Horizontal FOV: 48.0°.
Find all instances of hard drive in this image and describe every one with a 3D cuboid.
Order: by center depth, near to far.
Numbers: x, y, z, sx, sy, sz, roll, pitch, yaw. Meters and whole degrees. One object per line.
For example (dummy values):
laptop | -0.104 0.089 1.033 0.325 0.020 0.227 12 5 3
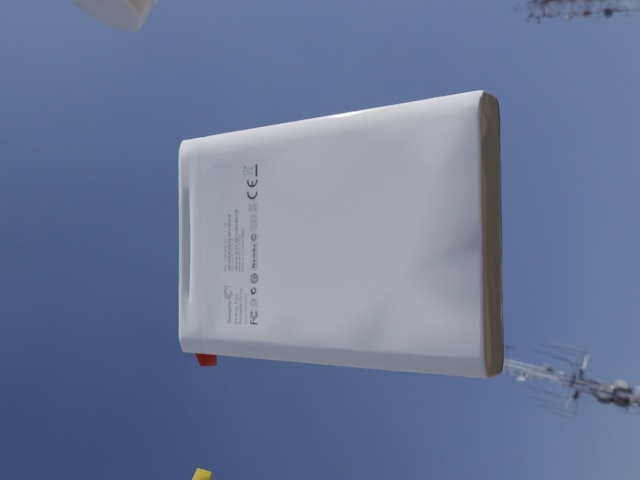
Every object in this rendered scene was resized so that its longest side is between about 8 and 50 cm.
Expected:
hard drive | 0.000 0.000 0.692 0.047 0.353 0.233 3 -95 -53

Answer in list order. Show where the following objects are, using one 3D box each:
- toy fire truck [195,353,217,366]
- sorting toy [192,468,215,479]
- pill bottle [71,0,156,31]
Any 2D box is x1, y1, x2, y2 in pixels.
toy fire truck | -0.118 0.088 1.021 0.047 0.135 0.192 -103 11 -58
sorting toy | -0.176 0.410 0.865 0.229 0.041 0.307 -41 -37 -78
pill bottle | -0.139 -0.277 0.602 0.108 0.108 0.193 42 -111 -46
